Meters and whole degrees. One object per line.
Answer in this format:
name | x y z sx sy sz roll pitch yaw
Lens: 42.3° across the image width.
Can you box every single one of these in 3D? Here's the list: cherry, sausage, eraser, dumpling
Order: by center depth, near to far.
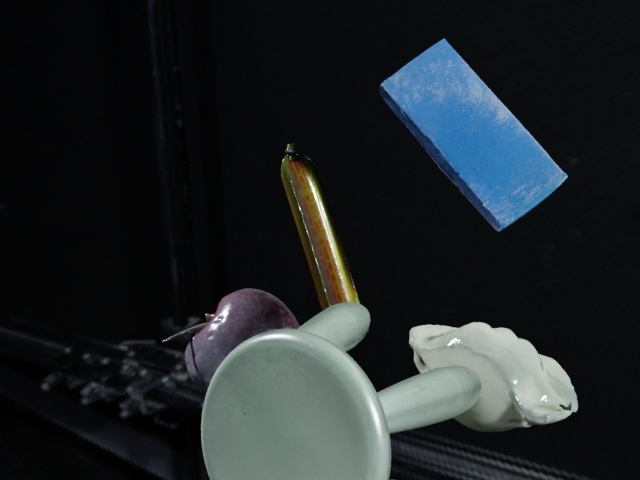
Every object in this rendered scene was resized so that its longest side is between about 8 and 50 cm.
dumpling | 0.203 0.147 0.958 0.111 0.155 0.181 -51 -119 37
eraser | 0.245 -0.172 1.343 0.312 0.144 0.042 51 -9 12
cherry | -0.132 0.197 1.495 0.266 0.213 0.183 38 -13 -8
sausage | 0.000 0.000 1.514 0.082 0.082 0.371 -16 -89 39

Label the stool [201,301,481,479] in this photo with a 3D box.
stool | 0.021 0.173 0.789 0.195 0.198 0.195 29 -73 31
